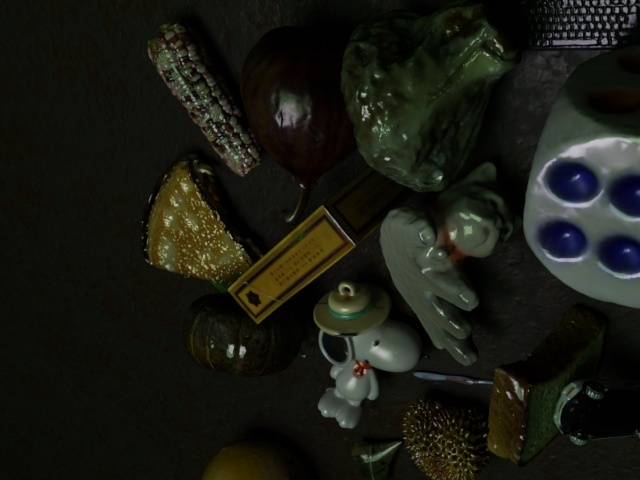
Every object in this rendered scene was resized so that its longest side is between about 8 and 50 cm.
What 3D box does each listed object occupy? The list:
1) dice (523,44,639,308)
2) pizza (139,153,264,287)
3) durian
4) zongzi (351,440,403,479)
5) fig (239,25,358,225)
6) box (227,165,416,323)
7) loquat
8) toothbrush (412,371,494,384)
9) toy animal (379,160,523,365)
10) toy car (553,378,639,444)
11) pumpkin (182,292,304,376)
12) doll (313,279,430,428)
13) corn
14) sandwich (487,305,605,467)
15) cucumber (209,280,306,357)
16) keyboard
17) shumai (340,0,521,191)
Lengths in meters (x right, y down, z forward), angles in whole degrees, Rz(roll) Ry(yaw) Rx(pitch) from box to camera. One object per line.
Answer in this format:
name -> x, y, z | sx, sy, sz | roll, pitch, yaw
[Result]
dice -> 0.404, -0.080, 1.222 | 0.259, 0.251, 0.243 | 17, 132, 27
pizza -> -0.207, -0.034, 1.868 | 0.287, 0.074, 0.251 | 16, 126, 20
durian -> 0.220, 0.347, 1.753 | 0.158, 0.136, 0.168 | 3, 113, 61
zongzi -> 0.127, 0.425, 1.941 | 0.113, 0.052, 0.104 | -15, 117, 29
fig -> -0.016, -0.159, 1.541 | 0.216, 0.217, 0.321 | 25, 132, 23
box -> 0.000, 0.000, 1.643 | 0.084, 0.193, 0.301 | 50, 136, 0
loquat -> -0.133, 0.518, 2.088 | 0.243, 0.244, 0.244 | 20, 129, 27
toothbrush -> 0.238, 0.239, 1.744 | 0.193, 0.019, 0.013 | 3, 121, 38
toy animal -> 0.214, 0.033, 1.552 | 0.308, 0.188, 0.266 | 52, 158, -19
toy car -> 0.436, 0.244, 1.495 | 0.056, 0.204, 0.095 | -124, 40, -56
pumpkin -> -0.135, 0.150, 1.793 | 0.218, 0.219, 0.163 | 6, 95, 35
doll -> 0.049, 0.200, 1.777 | 0.208, 0.144, 0.271 | 40, 131, -4
corn -> -0.186, -0.239, 1.709 | 0.092, 0.092, 0.281 | -21, 109, 44
sandwich -> 0.334, 0.218, 1.512 | 0.065, 0.214, 0.186 | 29, 137, 34
cucumber -> -0.115, 0.131, 1.923 | 0.250, 0.056, 0.056 | 39, 135, 12
keyboard -> 0.366, -0.281, 1.292 | 0.250, 0.017, 0.087 | 8, 124, 35
shumai -> 0.164, -0.189, 1.365 | 0.221, 0.225, 0.261 | 2, 104, 38
